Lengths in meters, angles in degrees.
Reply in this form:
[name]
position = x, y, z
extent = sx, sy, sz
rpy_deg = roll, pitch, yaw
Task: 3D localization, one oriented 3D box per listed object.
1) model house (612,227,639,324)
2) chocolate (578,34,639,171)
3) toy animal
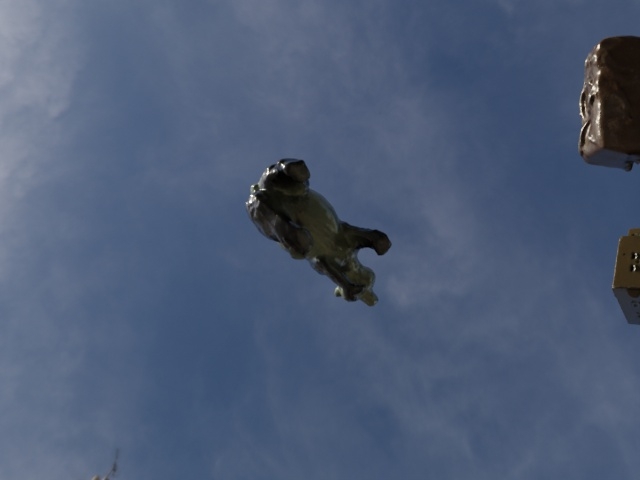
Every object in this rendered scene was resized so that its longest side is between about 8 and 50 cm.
[model house]
position = 0.647, 0.054, 1.017
extent = 0.248, 0.181, 0.176
rpy_deg = 2, -118, 37
[chocolate]
position = 0.506, -0.231, 1.056
extent = 0.093, 0.148, 0.214
rpy_deg = 3, -95, 13
[toy animal]
position = 0.000, 0.000, 0.738
extent = 0.225, 0.121, 0.094
rpy_deg = 40, -103, -23
